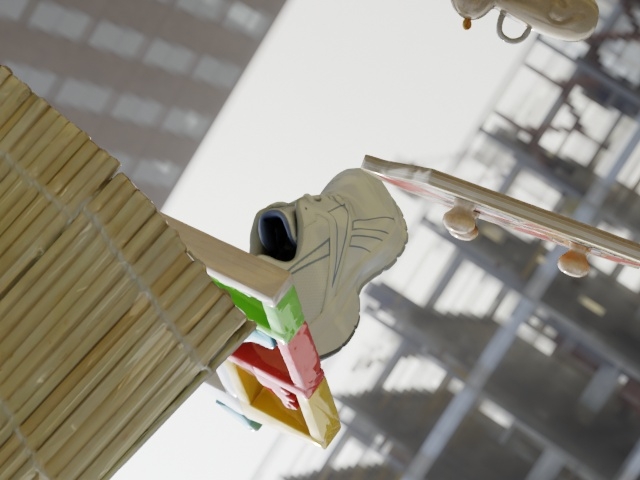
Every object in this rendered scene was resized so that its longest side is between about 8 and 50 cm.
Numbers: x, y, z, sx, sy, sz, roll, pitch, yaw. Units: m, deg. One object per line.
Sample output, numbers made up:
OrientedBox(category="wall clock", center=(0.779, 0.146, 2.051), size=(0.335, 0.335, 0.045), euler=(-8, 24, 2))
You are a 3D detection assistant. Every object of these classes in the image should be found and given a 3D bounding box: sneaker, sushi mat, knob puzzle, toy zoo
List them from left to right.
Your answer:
OrientedBox(category="sushi mat", center=(-0.174, 0.092, 0.643), size=(0.151, 0.316, 0.019), euler=(46, -175, 29))
OrientedBox(category="toy zoo", center=(-0.082, 0.084, 1.563), size=(0.192, 0.030, 0.293), euler=(24, 153, 27))
OrientedBox(category="sneaker", center=(0.000, 0.000, 1.746), size=(0.129, 0.111, 0.297), euler=(61, -152, -21))
OrientedBox(category="knob puzzle", center=(0.109, -0.008, 1.102), size=(0.213, 0.030, 0.213), euler=(19, 180, 0))

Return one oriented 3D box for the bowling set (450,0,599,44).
OrientedBox(category="bowling set", center=(0.159, -0.312, 1.493), size=(0.154, 0.287, 0.200), euler=(12, -171, -17))
